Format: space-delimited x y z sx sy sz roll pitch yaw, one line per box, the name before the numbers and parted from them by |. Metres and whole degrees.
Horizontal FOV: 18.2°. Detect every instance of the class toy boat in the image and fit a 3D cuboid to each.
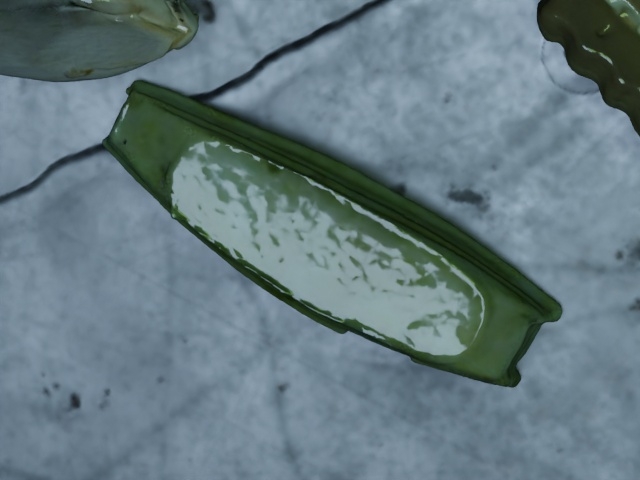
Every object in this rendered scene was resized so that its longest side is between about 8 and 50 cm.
toy boat | 0.000 0.000 1.175 0.293 0.055 0.093 29 105 2

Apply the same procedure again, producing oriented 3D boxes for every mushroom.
mushroom | -0.205 -0.146 1.157 0.278 0.099 0.096 7 100 12

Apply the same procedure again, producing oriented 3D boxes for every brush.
brush | 0.248 -0.047 1.116 0.301 0.071 0.084 44 104 -9
